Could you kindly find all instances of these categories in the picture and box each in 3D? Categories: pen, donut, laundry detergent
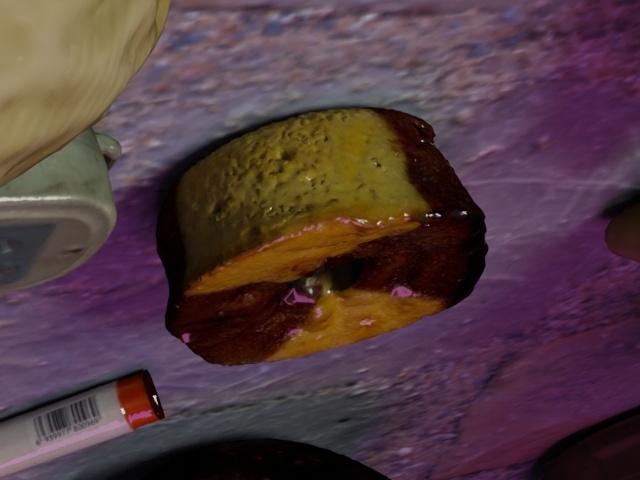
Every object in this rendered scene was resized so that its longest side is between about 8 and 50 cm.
[{"bbox_3d":[-0.186,0.111,0.924,0.239,0.028,0.028,-20,158,5],"label":"pen"},{"bbox_3d":[0.000,0.000,0.759,0.140,0.059,0.140,-15,159,-6],"label":"donut"},{"bbox_3d":[0.237,0.170,1.325,0.171,0.076,0.237,-24,159,18],"label":"laundry detergent"}]

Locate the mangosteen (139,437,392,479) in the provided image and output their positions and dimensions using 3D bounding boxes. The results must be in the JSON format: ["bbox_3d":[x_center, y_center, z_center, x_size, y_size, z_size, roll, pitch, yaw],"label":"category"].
[{"bbox_3d":[-0.029,0.204,1.064,0.228,0.228,0.265,-22,-162,11],"label":"mangosteen"}]

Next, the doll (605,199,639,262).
[{"bbox_3d":[0.280,0.084,0.916,0.318,0.209,0.339,-9,146,21],"label":"doll"}]

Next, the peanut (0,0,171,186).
[{"bbox_3d":[-0.143,-0.074,0.380,0.325,0.140,0.153,4,108,-56],"label":"peanut"}]

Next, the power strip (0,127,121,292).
[{"bbox_3d":[-0.189,-0.008,0.619,0.286,0.048,0.080,-4,156,-33],"label":"power strip"}]
